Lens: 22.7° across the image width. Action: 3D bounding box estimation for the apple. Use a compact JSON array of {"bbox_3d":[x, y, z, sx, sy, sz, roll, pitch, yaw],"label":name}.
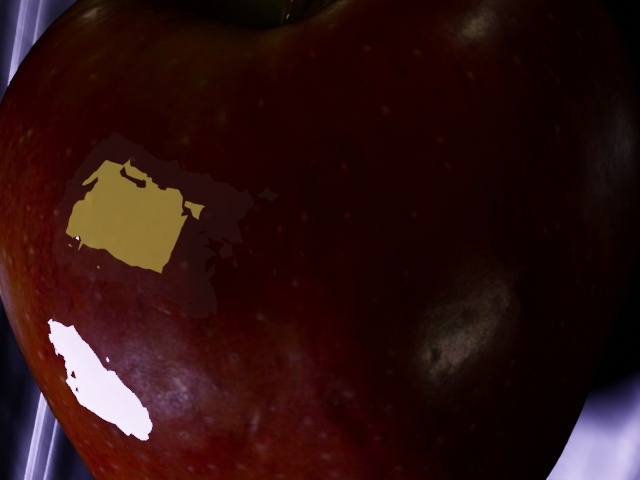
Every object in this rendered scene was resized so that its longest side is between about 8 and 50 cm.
[{"bbox_3d":[0.000,0.000,0.709,0.288,0.288,0.317,38,142,44],"label":"apple"}]
